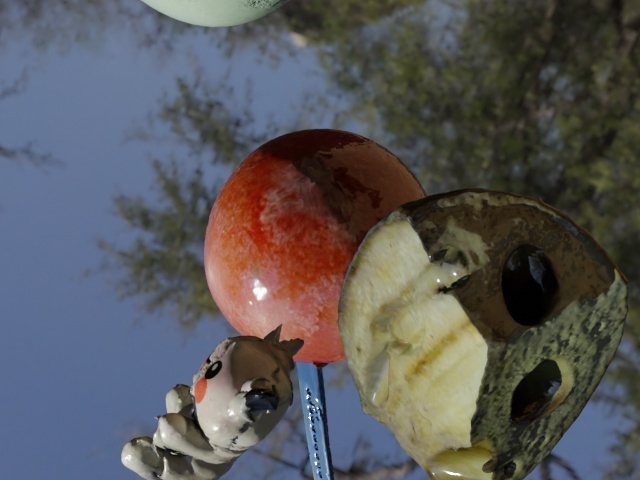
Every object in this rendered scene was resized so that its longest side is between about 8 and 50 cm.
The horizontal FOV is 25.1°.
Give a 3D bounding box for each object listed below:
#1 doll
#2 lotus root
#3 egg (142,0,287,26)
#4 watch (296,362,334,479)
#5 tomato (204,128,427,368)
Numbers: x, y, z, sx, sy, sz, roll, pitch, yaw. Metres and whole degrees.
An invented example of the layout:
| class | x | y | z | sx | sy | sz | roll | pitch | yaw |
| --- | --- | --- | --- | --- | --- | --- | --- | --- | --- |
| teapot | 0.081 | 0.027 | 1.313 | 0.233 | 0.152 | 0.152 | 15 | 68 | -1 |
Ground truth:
| class | x | y | z | sx | sy | sz | roll | pitch | yaw |
| --- | --- | --- | --- | --- | --- | --- | --- | --- | --- |
| doll | -0.093 | 0.159 | 1.335 | 0.095 | 0.192 | 0.149 | 46 | -153 | -3 |
| lotus root | 0.130 | 0.073 | 1.170 | 0.142 | 0.314 | 0.210 | -31 | -109 | -24 |
| egg | -0.071 | -0.275 | 0.918 | 0.202 | 0.283 | 0.203 | -4 | -153 | 2 |
| watch | 0.023 | 0.199 | 2.060 | 0.068 | 0.275 | 0.276 | 0 | -143 | 39 |
| tomato | 0.000 | 0.000 | 1.578 | 0.264 | 0.265 | 0.265 | 19 | -162 | -7 |
